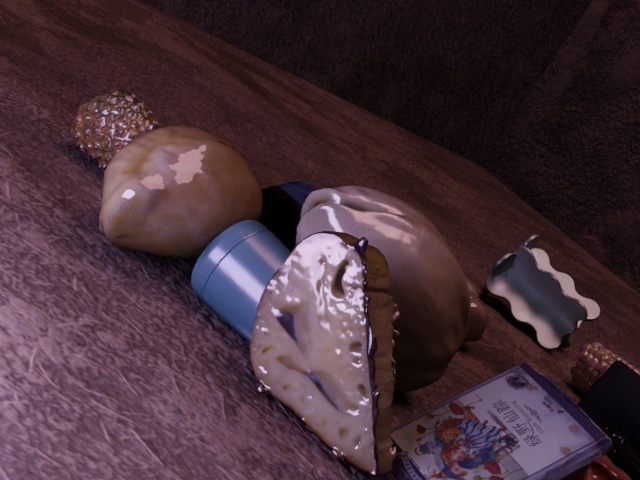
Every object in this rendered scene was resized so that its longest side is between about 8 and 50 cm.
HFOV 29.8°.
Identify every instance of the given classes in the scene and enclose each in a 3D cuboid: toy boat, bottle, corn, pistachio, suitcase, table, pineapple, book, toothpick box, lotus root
[{"bbox_3d":[0.000,0.000,1.814,0.142,0.129,0.309,5,29,-34],"label":"toy boat"},{"bbox_3d":[0.219,0.100,2.054,0.110,0.097,0.209,45,7,-32],"label":"bottle"},{"bbox_3d":[0.573,0.300,2.118,0.126,0.127,0.335,18,19,-48],"label":"corn"},{"bbox_3d":[-0.174,-0.054,1.511,0.162,0.181,0.293,45,13,13],"label":"pistachio"},{"bbox_3d":[0.495,0.337,1.571,0.339,0.188,0.345,39,8,-43],"label":"suitcase"},{"bbox_3d":[0.446,0.116,2.413,0.198,0.166,0.166,48,18,21],"label":"table"},{"bbox_3d":[-0.244,-0.103,1.712,0.251,0.125,0.125,47,16,12],"label":"pineapple"},{"bbox_3d":[0.186,0.229,1.349,0.157,0.231,0.026,47,-26,46],"label":"book"},{"bbox_3d":[-0.059,0.073,1.466,0.184,0.120,0.120,43,16,20],"label":"toothpick box"},{"bbox_3d":[0.075,0.057,1.558,0.226,0.208,0.332,-1,-42,26],"label":"pistachio"},{"bbox_3d":[0.007,0.120,1.340,0.170,0.261,0.074,4,1,24],"label":"lotus root"}]

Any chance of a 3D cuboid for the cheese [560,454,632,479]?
[{"bbox_3d":[0.255,0.261,1.501,0.202,0.128,0.177,26,16,-23],"label":"cheese"}]
